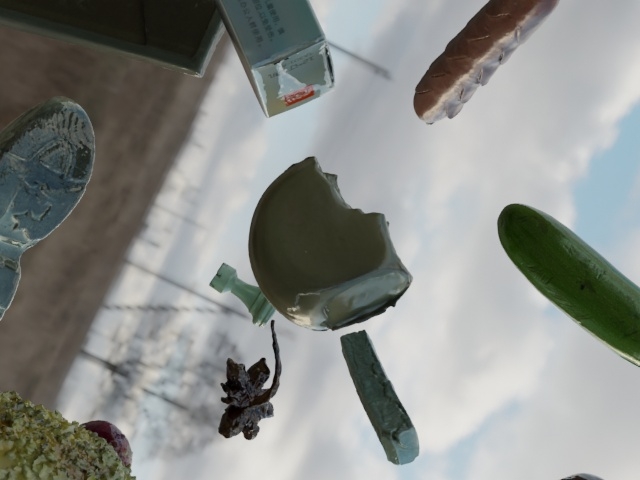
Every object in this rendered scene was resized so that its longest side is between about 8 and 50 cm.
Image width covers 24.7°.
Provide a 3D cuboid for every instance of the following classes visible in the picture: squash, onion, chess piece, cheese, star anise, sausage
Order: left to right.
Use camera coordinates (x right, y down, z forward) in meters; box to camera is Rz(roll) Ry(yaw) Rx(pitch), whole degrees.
[{"bbox_3d":[-0.318,0.307,2.057,0.107,0.107,0.097,-63,162,9],"label":"onion"},{"bbox_3d":[-0.110,0.076,2.135,0.067,0.103,0.067,-58,-176,6],"label":"chess piece"},{"bbox_3d":[-0.093,0.200,2.085,0.070,0.097,0.190,26,-66,52],"label":"star anise"},{"bbox_3d":[0.000,0.000,1.712,0.091,0.175,0.202,96,-26,-68],"label":"cheese"},{"bbox_3d":[0.236,-0.281,2.181,0.433,0.088,0.088,-48,-162,58],"label":"sausage"},{"bbox_3d":[0.317,0.061,1.691,0.082,0.292,0.082,-46,166,-14],"label":"squash"}]

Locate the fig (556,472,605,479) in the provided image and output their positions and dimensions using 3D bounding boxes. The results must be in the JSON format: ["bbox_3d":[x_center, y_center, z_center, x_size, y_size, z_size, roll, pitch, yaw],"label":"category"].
[{"bbox_3d":[0.387,0.463,2.111,0.186,0.249,0.204,-32,165,-16],"label":"fig"}]

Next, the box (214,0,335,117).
[{"bbox_3d":[-0.074,-0.264,1.402,0.079,0.269,0.135,-23,163,-2],"label":"box"}]

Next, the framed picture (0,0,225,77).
[{"bbox_3d":[-0.202,-0.421,1.762,0.028,0.326,0.446,68,42,-65],"label":"framed picture"}]

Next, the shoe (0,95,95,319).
[{"bbox_3d":[-0.427,-0.061,1.901,0.342,0.132,0.210,-57,-144,13],"label":"shoe"}]

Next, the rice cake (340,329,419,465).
[{"bbox_3d":[0.064,0.171,1.617,0.245,0.042,0.045,-118,-169,-65],"label":"rice cake"}]

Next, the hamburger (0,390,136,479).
[{"bbox_3d":[-0.289,0.224,1.388,0.138,0.243,0.262,-64,165,-3],"label":"hamburger"}]
